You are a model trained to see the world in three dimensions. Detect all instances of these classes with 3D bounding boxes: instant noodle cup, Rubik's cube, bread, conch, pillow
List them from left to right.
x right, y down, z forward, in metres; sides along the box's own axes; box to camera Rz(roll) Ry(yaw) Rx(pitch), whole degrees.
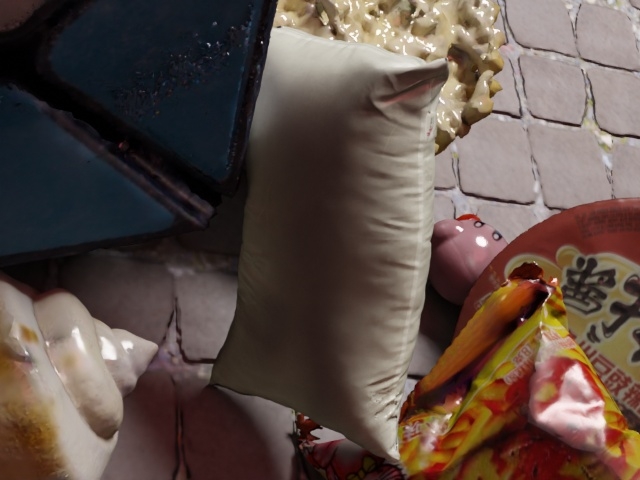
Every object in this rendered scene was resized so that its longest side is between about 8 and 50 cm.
[{"bbox_3d":[-0.204,-0.181,0.491,0.305,0.307,0.310,-10,49,-29],"label":"Rubik's cube"},{"bbox_3d":[-0.212,0.086,0.513,0.255,0.127,0.158,-17,75,-30],"label":"conch"},{"bbox_3d":[-0.001,0.000,0.586,0.144,0.253,0.078,12,16,23],"label":"pillow"},{"bbox_3d":[0.001,-0.157,0.719,0.274,0.149,0.274,14,56,-22],"label":"bread"},{"bbox_3d":[0.232,0.108,0.696,0.274,0.091,0.273,-2,81,11],"label":"instant noodle cup"}]

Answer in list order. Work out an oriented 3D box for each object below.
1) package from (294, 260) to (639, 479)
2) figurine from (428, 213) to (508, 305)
[{"bbox_3d":[0.141,0.177,0.597,0.223,0.108,0.288,-36,72,7],"label":"package"},{"bbox_3d":[0.117,0.020,0.734,0.067,0.071,0.083,-45,79,7],"label":"figurine"}]
